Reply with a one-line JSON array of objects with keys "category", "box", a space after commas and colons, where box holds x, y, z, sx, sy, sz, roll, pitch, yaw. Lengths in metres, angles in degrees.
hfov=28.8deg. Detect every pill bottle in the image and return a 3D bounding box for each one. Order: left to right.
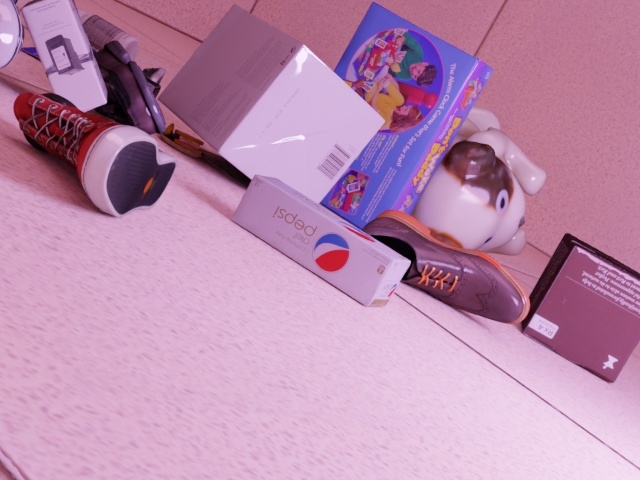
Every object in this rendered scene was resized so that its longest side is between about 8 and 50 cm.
[{"category": "pill bottle", "box": [-0.420, -0.380, 2.353, 0.137, 0.078, 0.078, 32, 9, 11]}]

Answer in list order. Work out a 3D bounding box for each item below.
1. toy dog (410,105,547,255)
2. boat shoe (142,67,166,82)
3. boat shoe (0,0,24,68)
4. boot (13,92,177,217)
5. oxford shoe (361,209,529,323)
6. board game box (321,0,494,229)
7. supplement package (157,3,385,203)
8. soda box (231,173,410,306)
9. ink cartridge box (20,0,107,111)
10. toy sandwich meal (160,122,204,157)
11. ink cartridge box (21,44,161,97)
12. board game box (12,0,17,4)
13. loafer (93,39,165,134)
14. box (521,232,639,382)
[{"category": "toy dog", "box": [0.235, -0.115, 2.310, 0.395, 0.285, 0.408, 26, 11, -21]}, {"category": "boat shoe", "box": [-0.324, -0.310, 2.365, 0.040, 0.049, 0.142, 28, 11, -7]}, {"category": "boat shoe", "box": [-0.446, -0.294, 1.612, 0.119, 0.121, 0.335, 16, 13, -42]}, {"category": "boot", "box": [-0.253, -0.101, 1.268, 0.176, 0.088, 0.244, 29, 0, 2]}, {"category": "oxford shoe", "box": [0.174, 0.053, 1.817, 0.271, 0.097, 0.098, 28, 27, 18]}, {"category": "board game box", "box": [0.108, -0.202, 2.149, 0.233, 0.347, 0.078, 34, 9, 26]}, {"category": "supplement package", "box": [-0.080, -0.202, 1.917, 0.198, 0.199, 0.262, 38, 1, -36]}, {"category": "soda box", "box": [0.000, 0.000, 1.550, 0.216, 0.069, 0.074, 32, 9, 19]}, {"category": "ink cartridge box", "box": [-0.330, -0.244, 1.618, 0.109, 0.063, 0.151, -120, -170, -73]}, {"category": "toy sandwich meal", "box": [-0.207, -0.154, 1.893, 0.085, 0.029, 0.085, 29, 9, -5]}, {"category": "ink cartridge box", "box": [-0.378, -0.288, 2.074, 0.208, 0.045, 0.206, 28, 9, -4]}, {"category": "board game box", "box": [-0.534, -0.463, 2.171, 0.042, 0.165, 0.243, 27, 9, -19]}, {"category": "loafer", "box": [-0.295, -0.206, 1.784, 0.302, 0.095, 0.109, -130, -162, -61]}, {"category": "box", "box": [0.442, 0.106, 2.049, 0.168, 0.167, 0.203, 30, 9, 3]}]
